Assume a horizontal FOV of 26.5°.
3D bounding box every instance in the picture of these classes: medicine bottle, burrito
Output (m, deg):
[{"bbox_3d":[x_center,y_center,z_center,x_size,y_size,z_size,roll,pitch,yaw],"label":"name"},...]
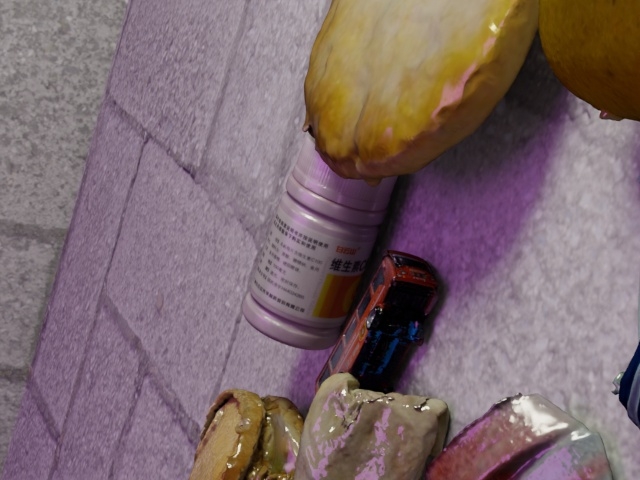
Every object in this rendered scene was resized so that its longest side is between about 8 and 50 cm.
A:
[{"bbox_3d":[0.000,0.000,1.692,0.133,0.133,0.250,49,123,58],"label":"medicine bottle"},{"bbox_3d":[0.026,0.316,1.514,0.175,0.107,0.348,26,100,41],"label":"burrito"}]

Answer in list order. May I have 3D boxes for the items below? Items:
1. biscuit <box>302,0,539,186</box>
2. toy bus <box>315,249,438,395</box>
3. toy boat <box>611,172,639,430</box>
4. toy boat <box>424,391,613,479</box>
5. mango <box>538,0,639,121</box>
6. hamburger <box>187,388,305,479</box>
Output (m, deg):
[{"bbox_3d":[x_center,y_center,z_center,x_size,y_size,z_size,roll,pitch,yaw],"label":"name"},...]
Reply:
[{"bbox_3d":[0.132,-0.269,1.516,0.429,0.104,0.446,8,76,60],"label":"biscuit"},{"bbox_3d":[0.062,0.118,1.591,0.096,0.073,0.235,-105,35,-54],"label":"toy bus"},{"bbox_3d":[0.284,0.027,1.153,0.220,0.067,0.291,96,176,-52],"label":"toy boat"},{"bbox_3d":[0.209,0.289,1.228,0.206,0.096,0.282,-45,49,27],"label":"toy boat"},{"bbox_3d":[0.317,-0.207,1.055,0.445,0.220,0.301,154,118,-69],"label":"mango"},{"bbox_3d":[-0.092,0.313,1.745,0.286,0.146,0.243,142,139,-62],"label":"hamburger"}]
